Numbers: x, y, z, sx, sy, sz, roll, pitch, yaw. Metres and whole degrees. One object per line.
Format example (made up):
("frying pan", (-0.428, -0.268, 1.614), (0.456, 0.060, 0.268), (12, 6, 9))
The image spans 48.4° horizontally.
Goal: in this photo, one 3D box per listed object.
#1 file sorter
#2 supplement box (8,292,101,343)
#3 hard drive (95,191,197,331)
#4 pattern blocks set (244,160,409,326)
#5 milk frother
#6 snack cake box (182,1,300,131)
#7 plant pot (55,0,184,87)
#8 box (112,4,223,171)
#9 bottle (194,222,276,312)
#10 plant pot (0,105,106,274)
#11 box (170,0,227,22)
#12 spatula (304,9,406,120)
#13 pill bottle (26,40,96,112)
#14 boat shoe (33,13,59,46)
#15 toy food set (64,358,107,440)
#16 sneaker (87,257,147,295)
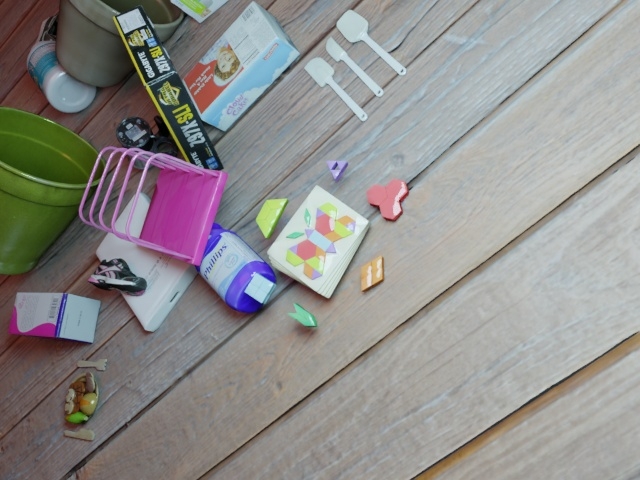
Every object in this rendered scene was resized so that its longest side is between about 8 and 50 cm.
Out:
("file sorter", (-0.371, -0.086, 1.532), (0.291, 0.182, 0.202), (13, 85, 53))
("supplement box", (-0.680, 0.196, 1.817), (0.220, 0.114, 0.111), (-2, 74, 35))
("hard drive", (-0.422, 0.045, 1.721), (0.203, 0.040, 0.307), (-53, 51, 10))
("pattern blocks set", (0.000, 0.000, 1.370), (0.285, 0.026, 0.324), (20, 85, 21))
("milk frother", (-0.419, -0.222, 1.763), (0.129, 0.134, 0.143), (-23, 76, -9))
("snack cake box", (-0.191, -0.405, 1.672), (0.264, 0.089, 0.152), (-42, 56, 19))
("plant pot", (-0.571, -0.578, 1.908), (0.280, 0.323, 0.323), (-47, 51, 35))
("box", (-0.339, -0.325, 1.611), (0.079, 0.322, 0.257), (-28, 56, -6))
("bottle", (-0.212, 0.036, 1.531), (0.283, 0.092, 0.118), (42, 103, 39))
("plant pot", (-0.813, -0.109, 1.903), (0.366, 0.366, 0.353), (49, 118, 37))
("box", (-0.280, -0.674, 1.817), (0.203, 0.114, 0.103), (-30, 59, 24))
("spatula", (0.072, -0.371, 1.507), (0.168, 0.019, 0.242), (-47, 52, 13))
("pill bottle", (-0.776, -0.496, 2.108), (0.146, 0.146, 0.264), (-52, 51, 10))
("boat shoe", (-0.855, -0.623, 2.256), (0.070, 0.078, 0.219), (-15, 64, 34))
("toy food set", (-0.583, 0.381, 1.726), (0.132, 0.038, 0.192), (-6, 71, 36))
("sneaker", (-0.477, 0.078, 1.683), (0.178, 0.072, 0.077), (7, 69, 32))
